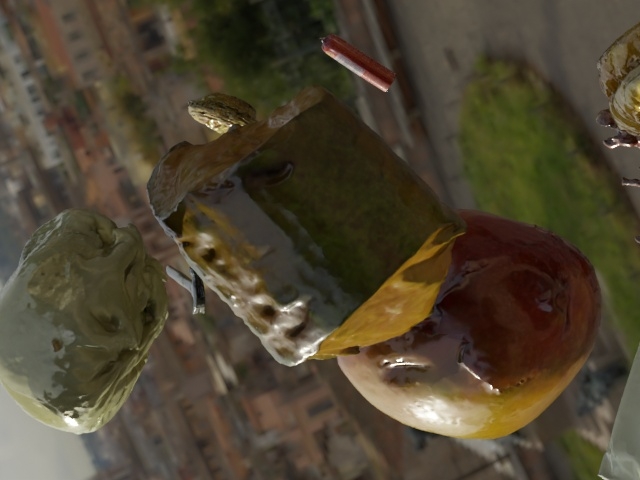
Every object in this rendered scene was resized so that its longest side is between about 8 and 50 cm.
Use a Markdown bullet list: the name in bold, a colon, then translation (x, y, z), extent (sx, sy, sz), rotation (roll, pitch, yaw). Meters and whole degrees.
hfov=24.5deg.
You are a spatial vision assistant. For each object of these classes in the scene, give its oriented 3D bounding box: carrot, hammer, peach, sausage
- **carrot**: translation (0.000, 0.000, 1.522), extent (0.341, 0.241, 0.241), rotation (45, 172, -11)
- **hammer**: translation (-0.172, 0.053, 1.864), extent (0.182, 0.017, 0.062), rotation (-161, 63, -72)
- **peach**: translation (0.191, 0.106, 1.879), extent (0.372, 0.372, 0.290), rotation (179, 104, -78)
- **sausage**: translation (0.054, -0.275, 2.244), extent (0.129, 0.034, 0.034), rotation (31, 175, -13)

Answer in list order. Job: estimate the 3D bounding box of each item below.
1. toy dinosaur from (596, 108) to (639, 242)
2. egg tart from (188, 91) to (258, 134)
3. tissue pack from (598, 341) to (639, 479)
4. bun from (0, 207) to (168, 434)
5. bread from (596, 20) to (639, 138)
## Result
- **toy dinosaur**: translation (0.560, -0.054, 2.144), extent (0.432, 0.097, 0.208), rotation (34, 131, 43)
- **egg tart**: translation (-0.140, -0.187, 2.205), extent (0.130, 0.052, 0.130), rotation (21, 173, 2)
- **tissue pack**: translation (0.444, 0.091, 1.273), extent (0.297, 0.380, 0.207), rotation (26, 169, -26)
- **bun**: translation (-0.226, 0.076, 1.456), extent (0.229, 0.145, 0.229), rotation (-9, -90, -72)
- **bread**: translation (0.418, -0.202, 1.673), extent (0.120, 0.198, 0.236), rotation (61, -177, 9)
